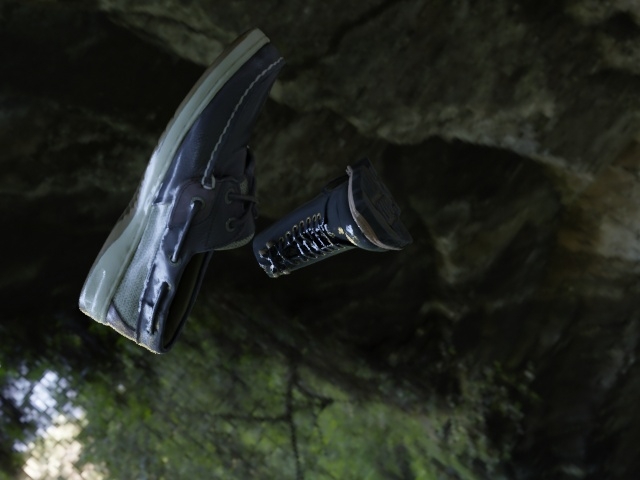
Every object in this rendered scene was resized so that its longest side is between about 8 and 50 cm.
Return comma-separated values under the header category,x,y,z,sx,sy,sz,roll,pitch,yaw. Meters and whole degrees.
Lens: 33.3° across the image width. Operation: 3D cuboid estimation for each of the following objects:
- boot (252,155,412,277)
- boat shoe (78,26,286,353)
category,x,y,z,sx,sy,sz,roll,pitch,yaw
boot,0.000,0.000,0.900,0.137,0.077,0.198,-32,5,7
boat shoe,-0.071,-0.022,0.647,0.224,0.073,0.080,-56,-3,28
